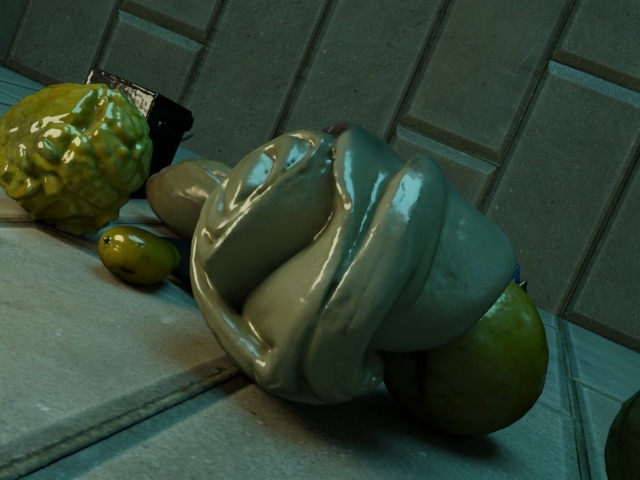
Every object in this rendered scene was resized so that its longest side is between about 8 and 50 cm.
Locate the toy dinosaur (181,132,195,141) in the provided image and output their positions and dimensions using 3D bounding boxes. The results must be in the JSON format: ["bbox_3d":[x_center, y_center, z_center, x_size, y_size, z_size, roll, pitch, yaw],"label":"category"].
[{"bbox_3d":[-0.511,-0.243,2.117,0.393,0.092,0.205,4,-25,3],"label":"toy dinosaur"}]

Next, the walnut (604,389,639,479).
[{"bbox_3d":[0.481,0.277,1.014,0.283,0.283,0.227,26,-33,20],"label":"walnut"}]

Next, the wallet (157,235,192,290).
[{"bbox_3d":[-0.183,0.051,1.353,0.250,0.044,0.149,30,13,39],"label":"wallet"}]

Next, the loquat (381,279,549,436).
[{"bbox_3d":[0.194,0.139,1.129,0.244,0.244,0.244,23,7,-3],"label":"loquat"}]

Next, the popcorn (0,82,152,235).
[{"bbox_3d":[-0.377,-0.126,1.322,0.249,0.249,0.225,31,-25,51],"label":"popcorn"}]

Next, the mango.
[{"bbox_3d":[-0.252,0.021,1.217,0.103,0.076,0.161,20,2,15],"label":"mango"}]

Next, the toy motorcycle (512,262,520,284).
[{"bbox_3d":[0.357,0.119,1.961,0.326,0.200,0.191,15,10,-39],"label":"toy motorcycle"}]

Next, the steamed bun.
[{"bbox_3d":[0.000,0.000,0.999,0.368,0.342,0.255,11,-47,57],"label":"steamed bun"}]

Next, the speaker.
[{"bbox_3d":[-0.429,-0.227,1.909,0.184,0.232,0.254,24,2,9],"label":"speaker"}]

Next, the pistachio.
[{"bbox_3d":[-0.218,-0.065,1.668,0.293,0.181,0.162,22,43,19],"label":"pistachio"}]
